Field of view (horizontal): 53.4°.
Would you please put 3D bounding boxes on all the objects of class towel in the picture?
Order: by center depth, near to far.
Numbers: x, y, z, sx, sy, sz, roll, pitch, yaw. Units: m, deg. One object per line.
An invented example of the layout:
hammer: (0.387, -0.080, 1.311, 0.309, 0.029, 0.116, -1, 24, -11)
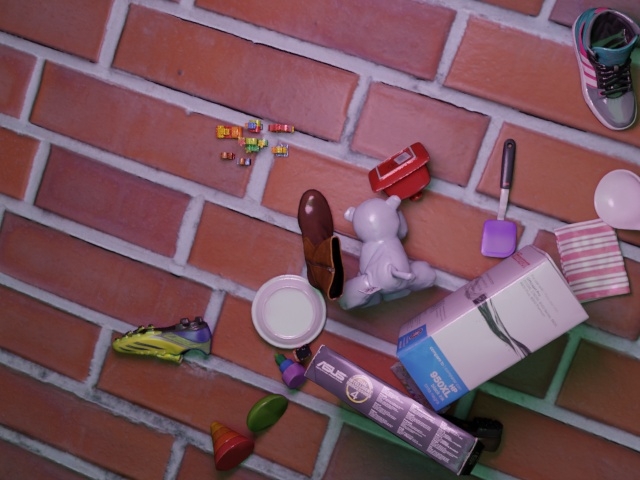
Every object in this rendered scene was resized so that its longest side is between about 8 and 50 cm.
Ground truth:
towel: (0.668, 0.049, 1.565, 0.144, 0.029, 0.197, -14, 92, 10)

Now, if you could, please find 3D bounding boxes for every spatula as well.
spatula: (0.458, -0.106, 1.589, 0.084, 0.030, 0.296, 7, 95, 8)

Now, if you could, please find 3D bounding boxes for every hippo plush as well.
hippo plush: (0.124, 0.027, 1.551, 0.234, 0.294, 0.237, -22, 75, 21)

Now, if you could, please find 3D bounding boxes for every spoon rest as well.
spoon rest: (0.741, -0.066, 1.452, 0.276, 0.084, 0.137, 43, 127, 46)

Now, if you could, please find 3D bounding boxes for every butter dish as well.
butter dish: (0.213, -0.150, 1.585, 0.160, 0.160, 0.118, -32, 111, 12)

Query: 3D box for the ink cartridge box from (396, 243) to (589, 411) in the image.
ink cartridge box: (0.387, 0.192, 1.495, 0.395, 0.285, 0.166, -35, 89, 11)

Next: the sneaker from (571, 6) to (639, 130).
sneaker: (0.669, -0.401, 1.453, 0.123, 0.178, 0.296, -20, 91, 11)

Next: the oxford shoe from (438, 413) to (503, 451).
oxford shoe: (0.347, 0.505, 1.633, 0.227, 0.083, 0.096, 6, 103, 12)

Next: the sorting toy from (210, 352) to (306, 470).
sorting toy: (-0.188, 0.450, 1.729, 0.365, 0.127, 0.126, -52, 55, 7)

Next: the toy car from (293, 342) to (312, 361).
toy car: (-0.032, 0.329, 1.687, 0.040, 0.060, 0.122, -26, 105, 41)

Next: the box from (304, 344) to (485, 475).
box: (0.179, 0.402, 1.483, 0.395, 0.318, 0.097, 28, 82, 25)

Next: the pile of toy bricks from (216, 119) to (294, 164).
pile of toy bricks: (-0.180, -0.256, 1.652, 0.212, 0.105, 0.118, 3, 95, 10)

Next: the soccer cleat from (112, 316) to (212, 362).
soccer cleat: (-0.436, 0.289, 1.748, 0.289, 0.093, 0.121, -10, 99, 11)

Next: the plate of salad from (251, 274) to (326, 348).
plate of salad: (-0.084, 0.189, 1.700, 0.199, 0.048, 0.200, 0, 95, -1)

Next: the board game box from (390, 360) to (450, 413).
board game box: (0.253, 0.375, 1.628, 0.026, 0.103, 0.154, -37, 87, -22)

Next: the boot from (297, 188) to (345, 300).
boot: (0.000, 0.000, 1.542, 0.096, 0.280, 0.264, 3, 90, -7)
